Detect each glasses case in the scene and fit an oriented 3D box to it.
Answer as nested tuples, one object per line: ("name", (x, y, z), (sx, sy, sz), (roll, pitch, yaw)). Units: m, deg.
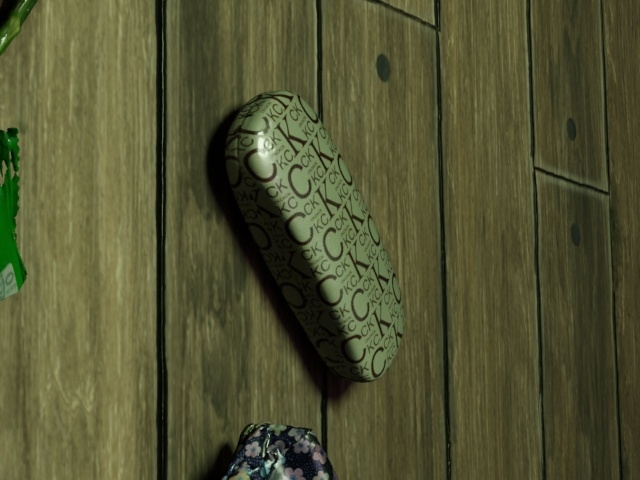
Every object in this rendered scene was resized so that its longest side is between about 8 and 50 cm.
("glasses case", (0.000, 0.000, 1.597), (0.137, 0.085, 0.355), (-58, 132, -42))

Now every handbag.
("handbag", (-0.051, 0.313, 1.433), (0.208, 0.126, 0.229), (-46, 124, -42))

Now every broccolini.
("broccolini", (-0.253, -0.230, 1.295), (0.054, 0.051, 0.239), (58, 48, -43))

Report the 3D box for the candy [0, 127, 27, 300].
("candy", (-0.298, 0.005, 1.153), (0.203, 0.078, 0.141), (-40, 118, -46))
